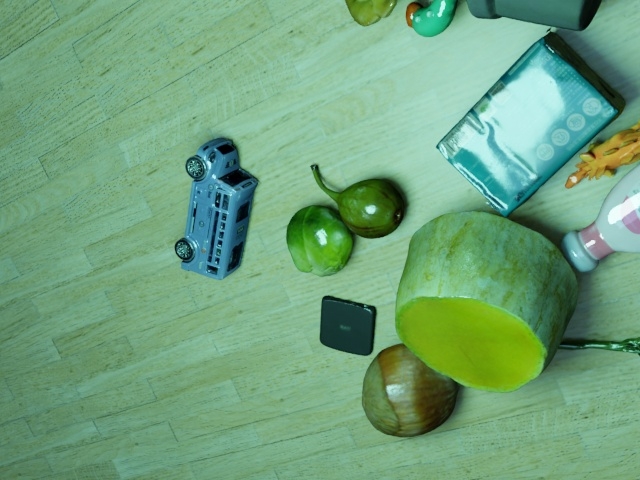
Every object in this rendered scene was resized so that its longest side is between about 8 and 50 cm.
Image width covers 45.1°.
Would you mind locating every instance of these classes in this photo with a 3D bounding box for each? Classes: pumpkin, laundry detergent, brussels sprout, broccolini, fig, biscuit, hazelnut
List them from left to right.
[{"bbox_3d":[0.003,-0.003,1.602,0.155,0.117,0.155,20,143,16],"label":"brussels sprout"},{"bbox_3d":[0.059,-0.090,1.557,0.236,0.124,0.124,30,117,26],"label":"fig"},{"bbox_3d":[0.078,-0.512,1.385,0.203,0.041,0.260,-53,52,58],"label":"biscuit"},{"bbox_3d":[0.186,0.308,1.595,0.214,0.176,0.214,-4,132,-5],"label":"hazelnut"},{"bbox_3d":[0.281,0.127,1.413,0.332,0.199,0.332,20,136,21],"label":"pumpkin"},{"bbox_3d":[0.549,0.198,1.459,0.239,0.054,0.051,0,71,27],"label":"broccolini"},{"bbox_3d":[0.578,-0.056,1.338,0.335,0.088,0.159,-38,90,31],"label":"laundry detergent"}]

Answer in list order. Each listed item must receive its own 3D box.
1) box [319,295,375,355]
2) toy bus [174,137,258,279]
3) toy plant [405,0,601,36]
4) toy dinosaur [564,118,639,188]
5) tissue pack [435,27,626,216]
[{"bbox_3d":[0.058,0.188,1.694,0.126,0.027,0.125,11,114,20],"label":"box"},{"bbox_3d":[-0.220,-0.069,1.678,0.133,0.125,0.292,20,115,16],"label":"toy bus"},{"bbox_3d":[0.270,-0.462,1.296,0.400,0.185,0.279,24,136,25],"label":"toy plant"},{"bbox_3d":[0.504,-0.153,1.294,0.070,0.117,0.288,54,144,5],"label":"toy dinosaur"},{"bbox_3d":[0.368,-0.205,1.356,0.192,0.134,0.271,46,120,4],"label":"tissue pack"}]
